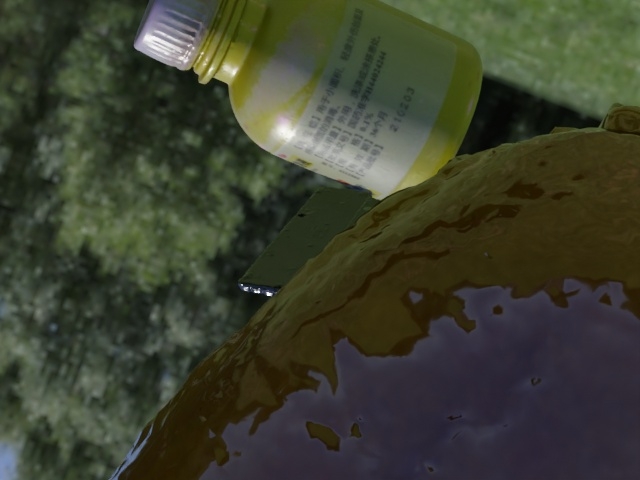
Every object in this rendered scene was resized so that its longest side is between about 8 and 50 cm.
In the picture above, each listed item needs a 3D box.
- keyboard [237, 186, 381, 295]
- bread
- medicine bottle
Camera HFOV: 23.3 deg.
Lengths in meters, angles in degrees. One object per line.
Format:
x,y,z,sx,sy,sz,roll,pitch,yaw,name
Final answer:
0.000,0.000,1.113,0.060,0.018,0.195,8,-157,15,keyboard
0.042,0.128,0.572,0.236,0.388,0.183,39,-171,16,bread
-0.012,-0.113,1.016,0.212,0.122,0.122,23,-174,-12,medicine bottle
